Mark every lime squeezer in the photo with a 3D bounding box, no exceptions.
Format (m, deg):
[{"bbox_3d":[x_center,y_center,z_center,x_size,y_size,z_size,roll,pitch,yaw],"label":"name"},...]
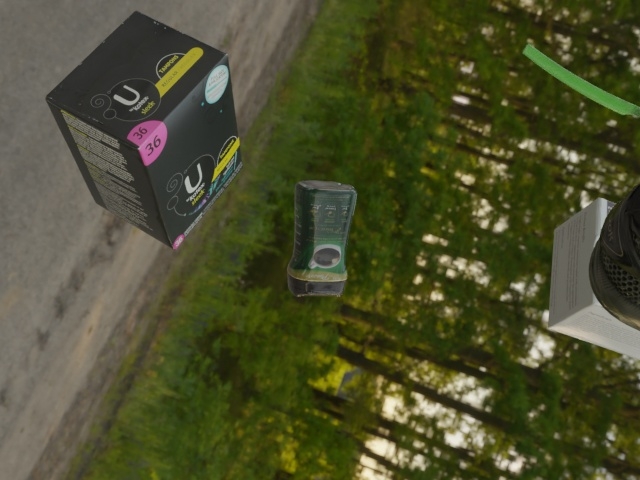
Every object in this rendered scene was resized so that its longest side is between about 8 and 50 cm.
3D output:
[{"bbox_3d":[0.344,-0.130,0.709,0.059,0.310,0.110,-65,153,-56],"label":"lime squeezer"}]

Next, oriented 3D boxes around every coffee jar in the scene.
[{"bbox_3d":[0.000,0.000,1.232,0.079,0.096,0.184,-141,-125,-66],"label":"coffee jar"}]

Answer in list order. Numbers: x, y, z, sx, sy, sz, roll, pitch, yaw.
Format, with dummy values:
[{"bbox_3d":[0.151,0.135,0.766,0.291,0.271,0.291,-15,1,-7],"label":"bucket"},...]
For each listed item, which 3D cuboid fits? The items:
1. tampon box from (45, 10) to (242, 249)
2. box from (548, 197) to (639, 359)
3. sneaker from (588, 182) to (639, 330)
[{"bbox_3d":[-0.148,-0.095,0.696,0.120,0.101,0.161,-55,163,-25],"label":"tampon box"},{"bbox_3d":[0.455,0.061,1.163,0.119,0.181,0.181,128,-22,-60],"label":"box"},{"bbox_3d":[0.235,0.022,0.322,0.087,0.227,0.130,-62,160,-15],"label":"sneaker"}]
